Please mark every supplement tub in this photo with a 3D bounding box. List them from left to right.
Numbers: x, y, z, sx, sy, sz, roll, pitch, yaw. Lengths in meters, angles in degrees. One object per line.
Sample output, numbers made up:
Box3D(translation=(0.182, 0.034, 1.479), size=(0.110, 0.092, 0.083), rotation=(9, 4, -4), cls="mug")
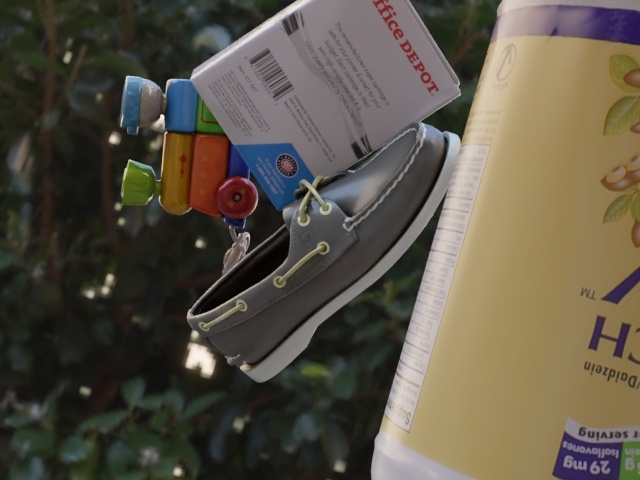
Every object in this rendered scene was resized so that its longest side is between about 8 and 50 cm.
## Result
Box3D(translation=(0.161, 0.052, 0.656), size=(0.241, 0.331, 0.241), rotation=(15, 0, 0), cls="supplement tub")

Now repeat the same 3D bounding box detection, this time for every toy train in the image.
Box3D(translation=(-0.138, -0.045, 1.428), size=(0.143, 0.248, 0.105), rotation=(5, 3, -7), cls="toy train")

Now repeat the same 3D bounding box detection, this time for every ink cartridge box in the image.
Box3D(translation=(0.005, -0.147, 1.296), size=(0.148, 0.203, 0.086), rotation=(57, 4, -13), cls="ink cartridge box")

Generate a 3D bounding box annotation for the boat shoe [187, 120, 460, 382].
Box3D(translation=(0.000, 0.002, 1.235), size=(0.091, 0.109, 0.305), rotation=(35, -62, -16), cls="boat shoe")
